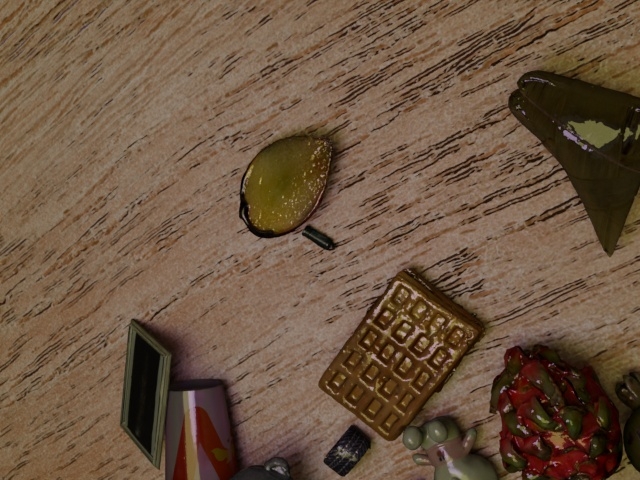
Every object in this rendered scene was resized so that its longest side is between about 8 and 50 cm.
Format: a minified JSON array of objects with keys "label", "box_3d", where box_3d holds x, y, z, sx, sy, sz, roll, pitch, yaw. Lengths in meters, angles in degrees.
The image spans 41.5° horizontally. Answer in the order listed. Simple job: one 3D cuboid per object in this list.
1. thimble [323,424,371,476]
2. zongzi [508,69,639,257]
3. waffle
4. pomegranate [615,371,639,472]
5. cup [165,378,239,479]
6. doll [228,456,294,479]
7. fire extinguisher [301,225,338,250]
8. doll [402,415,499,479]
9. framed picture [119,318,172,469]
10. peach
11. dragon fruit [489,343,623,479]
[{"label":"thimble","box_3d":[0.058,0.467,1.857,0.066,0.095,0.104,40,96,7]},{"label":"zongzi","box_3d":[0.462,-0.145,1.570,0.274,0.145,0.299,21,113,20]},{"label":"waffle","box_3d":[0.167,0.240,1.774,0.224,0.098,0.327,38,111,8]},{"label":"pomegranate","box_3d":[0.655,0.343,1.583,0.179,0.179,0.210,-12,65,22]},{"label":"cup","box_3d":[-0.278,0.475,1.946,0.203,0.203,0.288,-5,92,21]},{"label":"doll","box_3d":[-0.108,0.639,1.861,0.246,0.158,0.340,-23,106,6]},{"label":"fire extinguisher","box_3d":[0.000,0.000,1.828,0.083,0.025,0.038,30,147,13]},{"label":"doll","box_3d":[0.290,0.476,1.772,0.155,0.113,0.275,-35,94,20]},{"label":"framed picture","box_3d":[-0.417,0.359,1.988,0.231,0.018,0.293,25,112,51]},{"label":"peach","box_3d":[-0.063,-0.124,1.805,0.279,0.068,0.189,-38,78,24]},{"label":"dragon fruit","box_3d":[0.442,0.339,1.610,0.231,0.237,0.302,-30,61,32]}]
